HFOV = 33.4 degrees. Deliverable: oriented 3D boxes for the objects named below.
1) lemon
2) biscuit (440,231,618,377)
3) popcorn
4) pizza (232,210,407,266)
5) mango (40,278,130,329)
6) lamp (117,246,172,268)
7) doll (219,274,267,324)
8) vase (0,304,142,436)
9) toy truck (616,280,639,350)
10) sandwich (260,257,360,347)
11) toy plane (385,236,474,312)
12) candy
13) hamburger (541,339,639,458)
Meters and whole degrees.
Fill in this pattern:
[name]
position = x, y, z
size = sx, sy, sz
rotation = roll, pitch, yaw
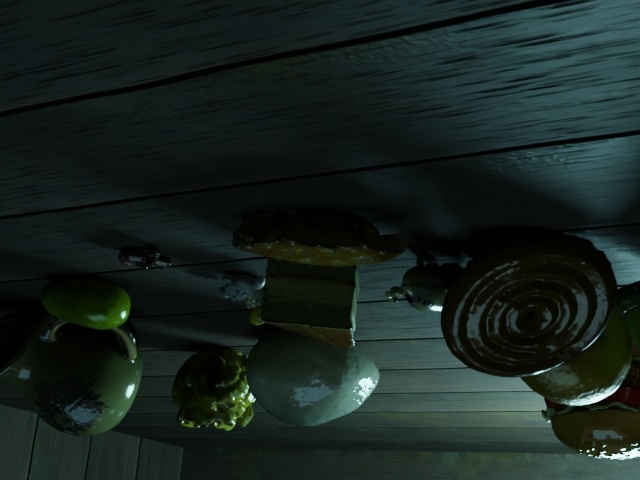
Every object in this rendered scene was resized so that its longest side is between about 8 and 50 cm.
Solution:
[lemon]
position = 0.395, 0.166, 1.693
size = 0.188, 0.188, 0.256
rotation = -11, 150, 41
[biscuit]
position = 0.299, 0.100, 1.513
size = 0.261, 0.037, 0.262
rotation = -4, 126, -5
[popcorn]
position = -0.236, 0.340, 2.404
size = 0.218, 0.189, 0.169
rotation = -13, 152, 41
[pizza]
position = 0.000, -0.003, 1.475
size = 0.246, 0.058, 0.127
rotation = -2, 162, 27
[mango]
position = -0.418, 0.110, 1.921
size = 0.163, 0.089, 0.117
rotation = 10, 174, 26
[lamp]
position = -0.286, 0.029, 1.706
size = 0.083, 0.031, 0.063
rotation = 3, 162, 20
[doll]
position = -0.114, 0.086, 1.803
size = 0.113, 0.072, 0.135
rotation = 25, 155, -1
[vase]
position = -0.505, 0.228, 2.148
size = 0.302, 0.241, 0.329
rotation = 28, 126, -24
[toy truck]
position = 0.543, 0.091, 1.513
size = 0.210, 0.148, 0.187
rotation = -17, 164, -9
[sandwich]
position = -0.011, 0.100, 1.713
size = 0.144, 0.117, 0.187
rotation = 6, 164, 5
[toy plane]
position = 0.186, 0.071, 1.585
size = 0.241, 0.104, 0.256
rotation = -3, 161, 32
[candy]
position = -0.020, 0.288, 2.198
size = 0.295, 0.185, 0.295
rotation = 9, 160, 3
[hamburger]
position = 0.564, 0.317, 2.071
size = 0.274, 0.212, 0.274
rotation = 5, 163, 1
